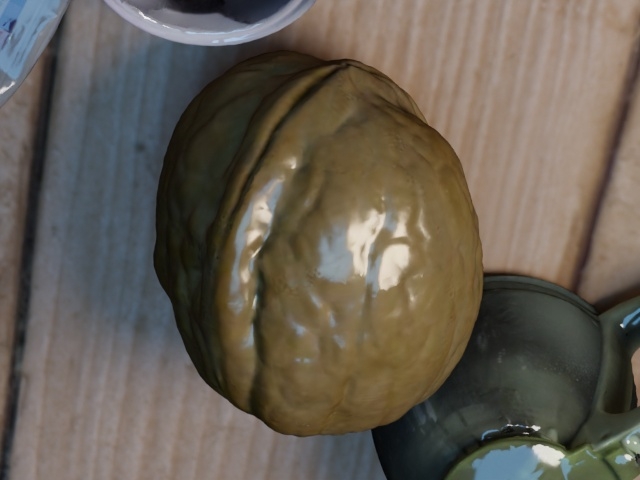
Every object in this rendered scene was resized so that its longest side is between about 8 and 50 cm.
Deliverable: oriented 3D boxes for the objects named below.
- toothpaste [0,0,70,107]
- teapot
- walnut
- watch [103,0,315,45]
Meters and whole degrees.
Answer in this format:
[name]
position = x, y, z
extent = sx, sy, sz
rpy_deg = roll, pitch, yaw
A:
[toothpaste]
position = -0.291, -0.166, 1.639
extent = 0.099, 0.068, 0.282
rpy_deg = 18, 108, -41
[teapot]
position = 0.205, 0.176, 1.698
extent = 0.321, 0.239, 0.239
rpy_deg = -8, 117, 3
[walnut]
position = -0.002, 0.001, 1.595
extent = 0.252, 0.277, 0.313
rpy_deg = -5, 120, -17
[watch]
position = -0.110, -0.282, 1.536
extent = 0.244, 0.196, 0.231
rpy_deg = -5, 137, 5
